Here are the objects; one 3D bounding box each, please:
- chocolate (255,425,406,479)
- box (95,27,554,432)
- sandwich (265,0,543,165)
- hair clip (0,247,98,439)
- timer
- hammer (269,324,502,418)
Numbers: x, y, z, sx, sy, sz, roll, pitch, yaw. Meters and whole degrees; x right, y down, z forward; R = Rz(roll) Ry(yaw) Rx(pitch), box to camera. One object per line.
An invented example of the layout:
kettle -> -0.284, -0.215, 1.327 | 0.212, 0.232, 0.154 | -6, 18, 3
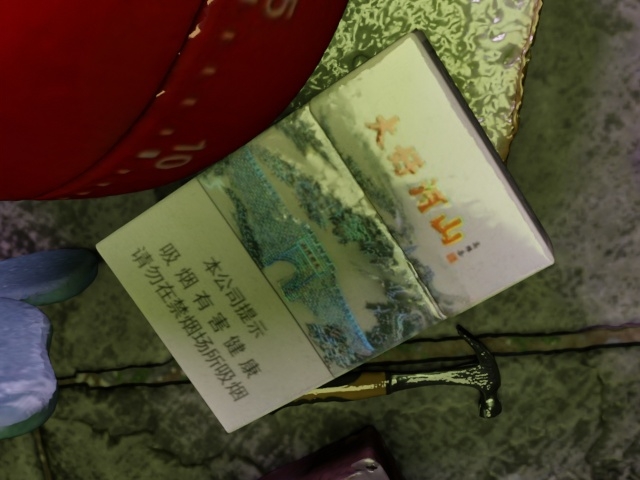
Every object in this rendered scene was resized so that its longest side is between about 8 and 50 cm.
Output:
chocolate -> -0.059, 0.263, 0.635 | 0.321, 0.112, 0.111 | -28, 96, 11
box -> 0.000, 0.000, 0.516 | 0.257, 0.069, 0.164 | -31, 98, 19
sandwich -> 0.045, -0.125, 0.558 | 0.226, 0.087, 0.251 | 7, 103, 5
hair clip -> -0.349, 0.095, 0.523 | 0.392, 0.318, 0.238 | 19, 103, -1
timer -> -0.159, -0.210, 0.429 | 0.378, 0.279, 0.377 | 1, 91, 41
hammer -> 0.048, 0.117, 0.641 | 0.201, 0.021, 0.078 | -6, 100, 5
